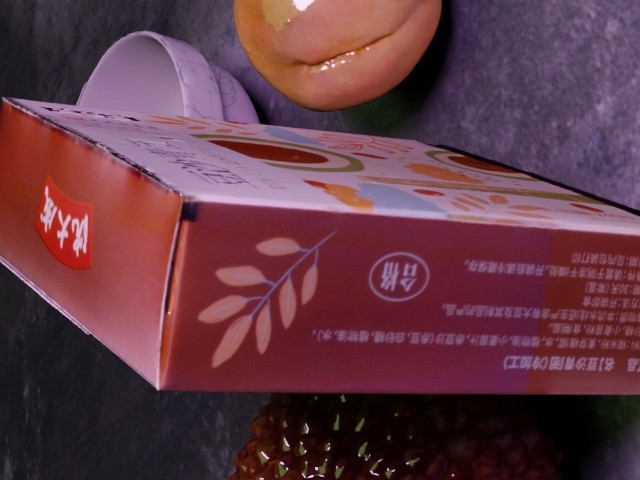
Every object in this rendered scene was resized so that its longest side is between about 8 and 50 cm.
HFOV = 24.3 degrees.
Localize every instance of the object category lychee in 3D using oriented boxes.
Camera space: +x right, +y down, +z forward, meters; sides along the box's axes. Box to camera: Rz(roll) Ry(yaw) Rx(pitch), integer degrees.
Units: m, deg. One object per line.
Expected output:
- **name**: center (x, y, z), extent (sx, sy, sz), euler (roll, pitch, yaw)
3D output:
- **lychee**: center (0.038, 0.195, 1.098), extent (0.271, 0.271, 0.271), euler (-12, 76, 59)

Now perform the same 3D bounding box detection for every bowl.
- **bowl**: center (-0.153, -0.067, 1.563), extent (0.287, 0.144, 0.287), euler (-18, 68, 52)

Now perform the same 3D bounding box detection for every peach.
- **peach**: center (0.011, -0.199, 1.272), extent (0.184, 0.184, 0.184), euler (-12, 76, 59)

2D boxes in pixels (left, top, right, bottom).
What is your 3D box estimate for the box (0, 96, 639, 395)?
- **box**: center (0.000, 0.000, 1.062), extent (0.344, 0.385, 0.122), euler (27, 110, 58)
